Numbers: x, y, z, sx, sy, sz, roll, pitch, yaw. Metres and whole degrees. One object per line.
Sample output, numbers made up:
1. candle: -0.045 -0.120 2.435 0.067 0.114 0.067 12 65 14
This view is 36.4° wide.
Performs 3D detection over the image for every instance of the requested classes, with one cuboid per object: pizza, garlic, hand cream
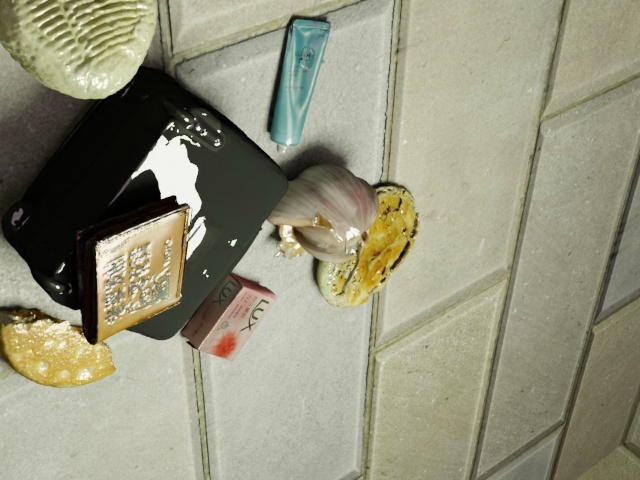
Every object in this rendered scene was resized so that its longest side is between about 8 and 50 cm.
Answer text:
1. pizza: -0.418 0.169 1.525 0.246 0.058 0.127 21 106 -50
2. garlic: 0.000 0.000 1.701 0.207 0.256 0.207 -3 159 -1
3. hand cream: -0.038 -0.248 1.577 0.083 0.048 0.224 -7 121 -39

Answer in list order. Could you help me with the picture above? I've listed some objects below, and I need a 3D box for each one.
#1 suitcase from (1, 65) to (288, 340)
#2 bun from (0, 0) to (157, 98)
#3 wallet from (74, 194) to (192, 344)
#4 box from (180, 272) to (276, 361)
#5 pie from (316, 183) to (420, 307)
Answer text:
1. suitcase: -0.241 -0.044 1.418 0.345 0.188 0.339 -53 142 1
2. bun: -0.305 -0.283 1.192 0.220 0.134 0.220 -5 96 -47
3. wallet: -0.249 0.043 1.310 0.161 0.042 0.195 -23 138 -36
4. box: -0.165 0.139 1.759 0.156 0.060 0.111 -54 144 6
5. pie: 0.097 0.014 1.924 0.274 0.055 0.274 -30 137 -32
